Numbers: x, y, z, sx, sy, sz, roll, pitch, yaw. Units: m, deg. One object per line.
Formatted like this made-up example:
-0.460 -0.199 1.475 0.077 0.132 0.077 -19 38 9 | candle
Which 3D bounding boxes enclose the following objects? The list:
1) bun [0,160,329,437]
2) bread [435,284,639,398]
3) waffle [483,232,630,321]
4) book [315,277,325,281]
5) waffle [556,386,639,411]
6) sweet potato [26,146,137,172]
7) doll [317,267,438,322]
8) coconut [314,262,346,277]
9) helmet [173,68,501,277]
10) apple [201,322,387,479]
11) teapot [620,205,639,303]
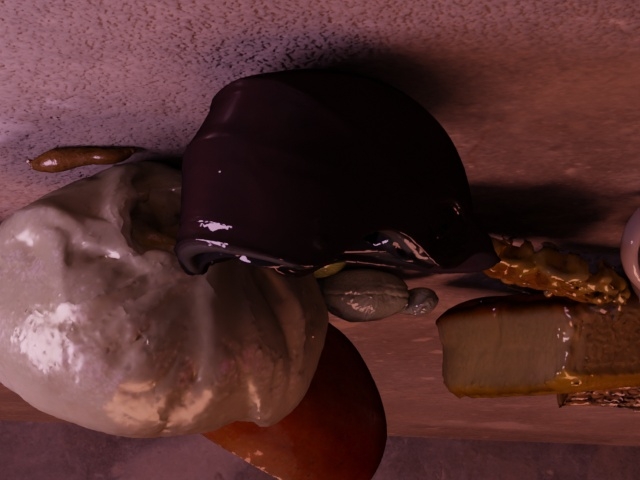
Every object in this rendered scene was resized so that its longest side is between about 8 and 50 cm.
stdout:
-0.172 0.036 1.374 0.365 0.219 0.365 7 -153 -4 | bun
0.371 0.137 1.904 0.333 0.143 0.323 0 174 -30 | bread
0.229 0.025 1.599 0.262 0.060 0.280 18 179 15 | waffle
-0.102 0.064 1.952 0.228 0.018 0.322 -5 164 19 | book
0.523 0.209 2.293 0.261 0.114 0.376 -1 165 2 | waffle
-0.242 -0.083 1.390 0.115 0.026 0.026 -4 165 8 | sweet potato
0.056 0.075 1.891 0.214 0.072 0.103 3 173 -21 | doll
0.000 0.000 1.580 0.096 0.088 0.088 14 162 -16 | coconut
0.014 -0.056 1.199 0.305 0.177 0.225 0 175 -40 | helmet
-0.089 0.213 1.904 0.328 0.295 0.365 -10 157 28 | apple
0.456 0.035 1.605 0.299 0.166 0.208 22 -164 -39 | teapot
